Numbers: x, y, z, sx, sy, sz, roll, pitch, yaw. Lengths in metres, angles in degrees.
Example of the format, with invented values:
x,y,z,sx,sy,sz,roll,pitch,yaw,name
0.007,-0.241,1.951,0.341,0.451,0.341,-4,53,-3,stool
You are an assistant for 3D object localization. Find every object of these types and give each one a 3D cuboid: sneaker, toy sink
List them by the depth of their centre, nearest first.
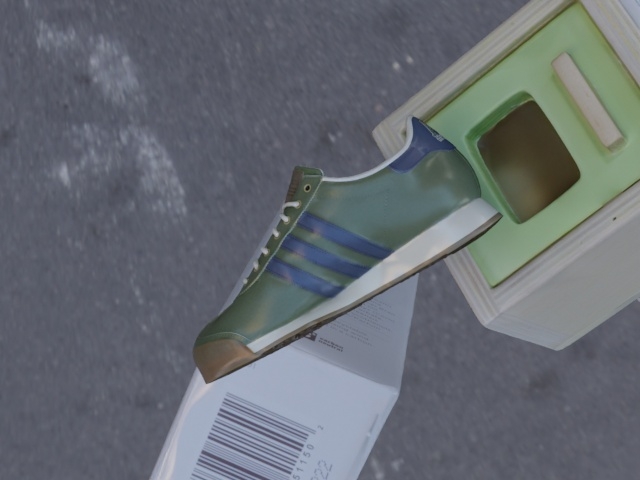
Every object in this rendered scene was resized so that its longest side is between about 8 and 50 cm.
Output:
x,y,z,sx,sy,sz,roll,pitch,yaw,name
0.000,0.000,0.809,0.192,0.064,0.086,-30,85,4,sneaker
0.174,-0.066,0.851,0.234,0.153,0.131,-37,152,20,toy sink

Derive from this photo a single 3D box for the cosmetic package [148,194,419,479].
x,y,z,sx,sy,sz,roll,pitch,yaw,name
-0.025,0.125,1.356,0.161,0.453,0.230,23,108,0,cosmetic package

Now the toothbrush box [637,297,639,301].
x,y,z,sx,sy,sz,roll,pitch,yaw,name
0.355,-0.072,1.150,0.295,0.216,0.126,-42,81,12,toothbrush box
